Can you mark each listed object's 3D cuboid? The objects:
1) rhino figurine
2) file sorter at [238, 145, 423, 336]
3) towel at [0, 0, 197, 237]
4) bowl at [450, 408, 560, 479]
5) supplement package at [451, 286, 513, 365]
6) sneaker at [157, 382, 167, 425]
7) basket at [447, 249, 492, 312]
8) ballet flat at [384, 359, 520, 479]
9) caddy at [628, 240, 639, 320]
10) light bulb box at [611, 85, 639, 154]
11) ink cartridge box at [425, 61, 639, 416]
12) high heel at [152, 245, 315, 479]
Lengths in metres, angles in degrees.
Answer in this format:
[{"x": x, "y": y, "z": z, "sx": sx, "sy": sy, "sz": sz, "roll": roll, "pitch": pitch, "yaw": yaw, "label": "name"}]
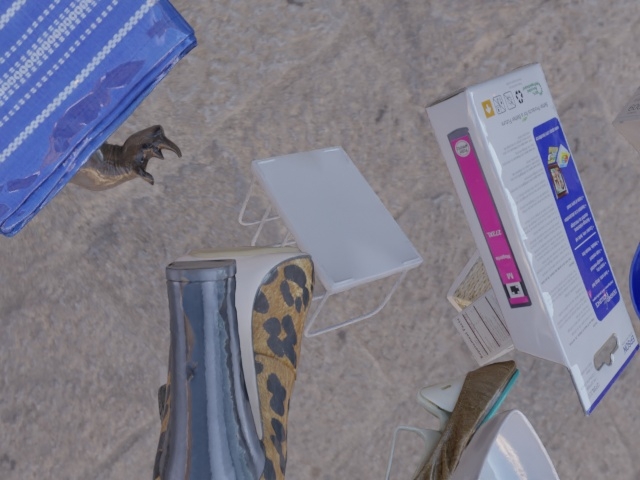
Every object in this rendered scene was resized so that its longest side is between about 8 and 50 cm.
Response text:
[{"x": -0.298, "y": -0.116, "z": 0.896, "sx": 0.243, "sy": 0.073, "sz": 0.106, "roll": 4, "pitch": 78, "yaw": -2, "label": "rhino figurine"}, {"x": 0.000, "y": 0.000, "z": 1.238, "sx": 0.193, "sy": 0.278, "sz": 0.173, "roll": -14, "pitch": 149, "yaw": -34, "label": "file sorter"}, {"x": -0.292, "y": -0.193, "z": 0.539, "sx": 0.243, "sy": 0.040, "sz": 0.336, "roll": -44, "pitch": 101, "yaw": 4, "label": "towel"}, {"x": 0.161, "y": 0.240, "z": 0.625, "sx": 0.142, "sy": 0.053, "sz": 0.142, "roll": -44, "pitch": 111, "yaw": -47, "label": "bowl"}, {"x": 0.345, "y": 0.133, "z": 1.268, "sx": 0.105, "sy": 0.179, "sz": 0.105, "roll": -17, "pitch": 68, "yaw": -35, "label": "supplement package"}, {"x": -0.213, "y": 0.355, "z": 1.281, "sx": 0.130, "sy": 0.087, "sz": 0.227, "roll": -22, "pitch": 86, "yaw": -27, "label": "sneaker"}, {"x": 0.367, "y": 0.095, "z": 1.470, "sx": 0.167, "sy": 0.103, "sz": 0.113, "roll": -52, "pitch": 123, "yaw": -12, "label": "basket"}, {"x": 0.177, "y": 0.299, "z": 1.055, "sx": 0.124, "sy": 0.116, "sz": 0.342, "roll": 29, "pitch": 70, "yaw": 14, "label": "ballet flat"}, {"x": 0.615, "y": 0.019, "z": 1.048, "sx": 0.179, "sy": 0.241, "sz": 0.341, "roll": 1, "pitch": 109, "yaw": -41, "label": "caddy"}, {"x": 0.859, "y": -0.307, "z": 1.384, "sx": 0.225, "sy": 0.358, "sz": 0.361, "roll": 41, "pitch": 82, "yaw": -16, "label": "light bulb box"}, {"x": 0.250, "y": -0.008, "z": 0.792, "sx": 0.176, "sy": 0.069, "sz": 0.371, "roll": -27, "pitch": 95, "yaw": -44, "label": "ink cartridge box"}, {"x": -0.051, "y": 0.098, "z": 0.462, "sx": 0.093, "sy": 0.261, "sz": 0.186, "roll": -2, "pitch": 93, "yaw": 6, "label": "high heel"}]
